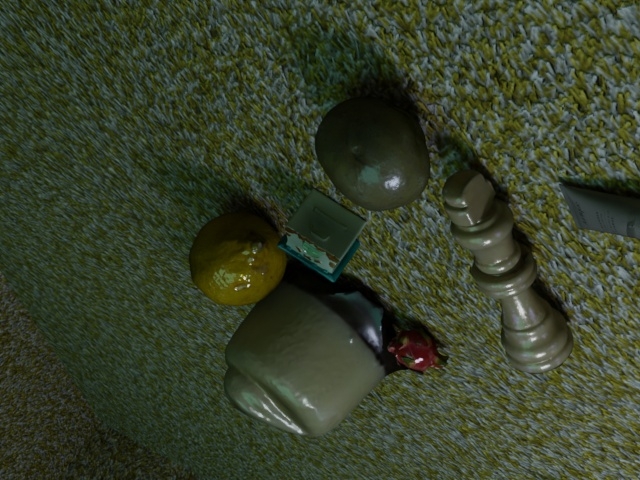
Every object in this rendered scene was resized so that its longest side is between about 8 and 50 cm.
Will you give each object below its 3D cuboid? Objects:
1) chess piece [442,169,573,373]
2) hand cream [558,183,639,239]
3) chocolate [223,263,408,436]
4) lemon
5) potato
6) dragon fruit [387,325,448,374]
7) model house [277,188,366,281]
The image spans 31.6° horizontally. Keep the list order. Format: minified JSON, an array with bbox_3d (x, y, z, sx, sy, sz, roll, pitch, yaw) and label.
[{"bbox_3d":[0.290,0.045,1.788,0.117,0.117,0.397,10,143,41],"label":"chess piece"},{"bbox_3d":[0.418,-0.034,1.574,0.186,0.054,0.087,15,144,49],"label":"hand cream"},{"bbox_3d":[-0.029,0.258,2.317,0.326,0.297,0.314,17,153,31],"label":"chocolate"},{"bbox_3d":[-0.164,0.037,2.222,0.188,0.188,0.256,42,158,-12],"label":"lemon"},{"bbox_3d":[0.077,-0.127,1.706,0.235,0.160,0.178,116,138,-77],"label":"potato"},{"bbox_3d":[0.193,0.219,2.212,0.116,0.086,0.081,37,149,4],"label":"dragon fruit"},{"bbox_3d":[0.000,0.000,2.066,0.127,0.100,0.149,33,156,7],"label":"model house"}]
